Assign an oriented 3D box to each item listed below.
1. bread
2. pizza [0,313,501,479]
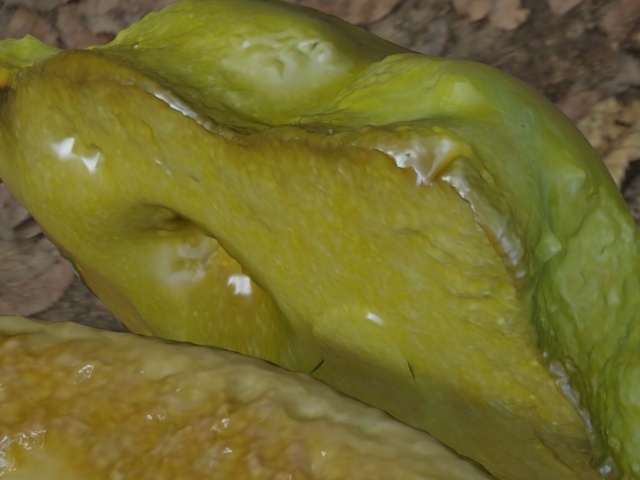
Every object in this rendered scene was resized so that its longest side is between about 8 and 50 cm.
[{"bbox_3d":[0.000,0.000,0.488,0.088,0.233,0.160,-48,132,-29],"label":"bread"},{"bbox_3d":[-0.069,0.091,0.375,0.365,0.074,0.182,9,46,15],"label":"pizza"}]
